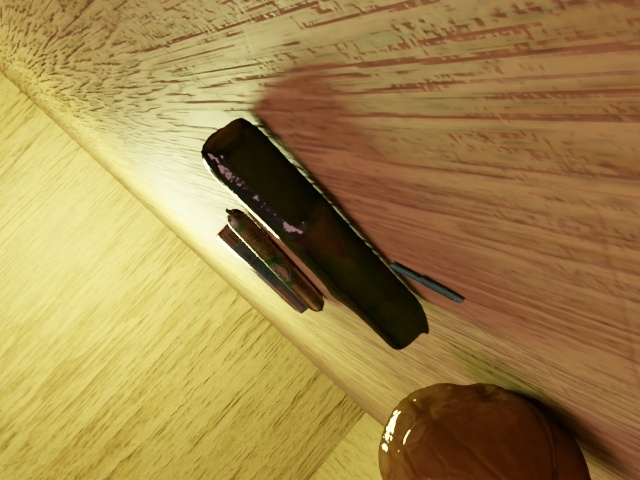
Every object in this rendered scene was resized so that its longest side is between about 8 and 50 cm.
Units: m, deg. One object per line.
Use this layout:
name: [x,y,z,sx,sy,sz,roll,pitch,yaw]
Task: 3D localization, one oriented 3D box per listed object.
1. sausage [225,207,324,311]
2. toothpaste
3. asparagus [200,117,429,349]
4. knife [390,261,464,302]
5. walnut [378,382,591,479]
sausage: [-0.065,0.035,1.088,0.033,0.033,0.269,28,163,51]
toothpaste: [-0.093,0.043,1.193,0.193,0.044,0.070,44,171,-13]
asparagus: [0.001,-0.001,0.643,0.067,0.060,0.277,-7,133,51]
knife: [0.091,0.036,0.606,0.091,0.005,0.014,29,165,49]
walnut: [0.158,0.236,0.702,0.193,0.193,0.226,47,168,-25]
